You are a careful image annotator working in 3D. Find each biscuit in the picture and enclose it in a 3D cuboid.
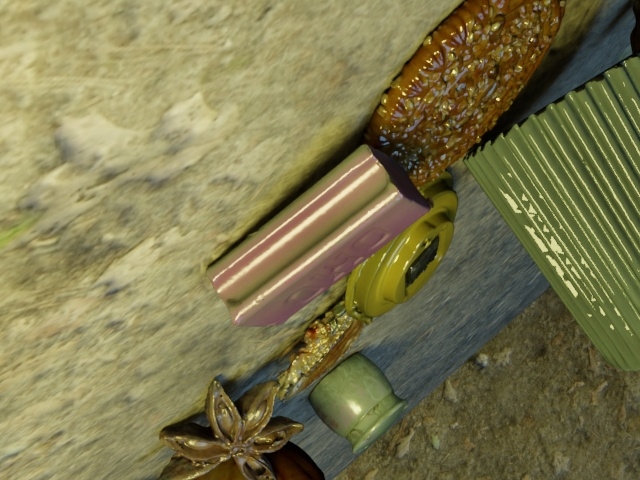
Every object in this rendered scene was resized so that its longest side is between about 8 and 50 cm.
[{"bbox_3d":[0.152,-0.153,0.845,0.305,0.038,0.305,-39,161,-16],"label":"biscuit"}]

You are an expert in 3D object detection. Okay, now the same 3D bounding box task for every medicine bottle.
[{"bbox_3d":[0.072,0.308,1.503,0.147,0.143,0.147,-38,161,-16],"label":"medicine bottle"}]

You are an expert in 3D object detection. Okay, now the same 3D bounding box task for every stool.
[{"bbox_3d":[0.387,-0.041,0.993,0.297,0.330,0.297,-31,180,0],"label":"stool"}]

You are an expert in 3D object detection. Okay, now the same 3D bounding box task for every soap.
[{"bbox_3d":[0.000,0.000,0.759,0.203,0.065,0.122,-39,163,15],"label":"soap"}]

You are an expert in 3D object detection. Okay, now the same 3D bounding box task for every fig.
[{"bbox_3d":[-0.097,0.382,1.206,0.235,0.235,0.214,72,22,-70],"label":"fig"}]

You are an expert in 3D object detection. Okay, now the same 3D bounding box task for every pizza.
[{"bbox_3d":[-0.004,0.157,1.151,0.195,0.052,0.185,-42,159,-31],"label":"pizza"}]

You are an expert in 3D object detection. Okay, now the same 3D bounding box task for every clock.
[{"bbox_3d":[0.121,0.016,1.054,0.237,0.057,0.237,-44,155,-26],"label":"clock"}]

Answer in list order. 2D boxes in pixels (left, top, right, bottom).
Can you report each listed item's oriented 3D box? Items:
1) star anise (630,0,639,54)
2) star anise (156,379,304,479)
[{"bbox_3d":[0.523,-0.348,1.038,0.346,0.148,0.237,-41,170,34],"label":"star anise"},{"bbox_3d":[-0.116,0.252,1.054,0.208,0.063,0.171,6,109,-31],"label":"star anise"}]
